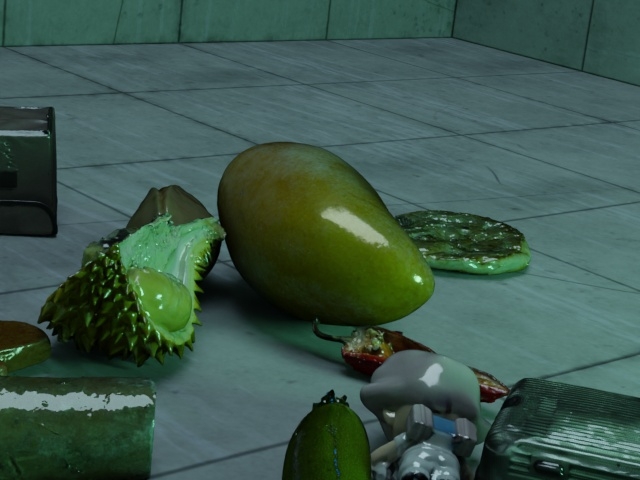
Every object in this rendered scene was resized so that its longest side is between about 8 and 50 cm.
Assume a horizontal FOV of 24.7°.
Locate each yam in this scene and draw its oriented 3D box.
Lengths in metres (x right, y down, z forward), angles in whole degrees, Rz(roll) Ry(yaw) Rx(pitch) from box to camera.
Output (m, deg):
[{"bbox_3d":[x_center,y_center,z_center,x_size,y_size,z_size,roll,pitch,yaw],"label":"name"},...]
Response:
[{"bbox_3d":[-0.271,0.167,1.308,0.259,0.106,0.106,2,17,-15],"label":"yam"}]

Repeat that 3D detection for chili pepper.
[{"bbox_3d":[0.099,0.139,1.640,0.268,0.050,0.059,17,40,27],"label":"chili pepper"}]

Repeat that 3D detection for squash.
[{"bbox_3d":[0.007,0.214,1.289,0.087,0.087,0.331,6,19,-2],"label":"squash"}]

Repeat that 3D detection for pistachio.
[{"bbox_3d":[-0.189,-0.005,1.868,0.135,0.136,0.226,6,12,-2],"label":"pistachio"}]

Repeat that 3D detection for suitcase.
[{"bbox_3d":[0.293,0.223,1.297,0.312,0.128,0.202,11,15,15],"label":"suitcase"}]

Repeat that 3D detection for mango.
[{"bbox_3d":[0.000,0.000,1.799,0.221,0.199,0.384,45,-6,-40],"label":"mango"}]

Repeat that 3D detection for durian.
[{"bbox_3d":[-0.209,0.045,1.636,0.172,0.166,0.306,11,16,22],"label":"durian"}]

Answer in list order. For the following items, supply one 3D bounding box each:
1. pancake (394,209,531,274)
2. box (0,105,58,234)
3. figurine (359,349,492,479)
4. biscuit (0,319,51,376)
[{"bbox_3d":[0.194,0.004,2.165,0.253,0.037,0.253,6,17,-2],"label":"pancake"},{"bbox_3d":[-0.495,-0.107,2.063,0.252,0.153,0.188,2,16,-11],"label":"box"},{"bbox_3d":[0.104,0.176,1.431,0.137,0.112,0.229,11,26,-1],"label":"figurine"},{"bbox_3d":[-0.435,0.124,1.493,0.278,0.043,0.301,10,18,3],"label":"biscuit"}]
